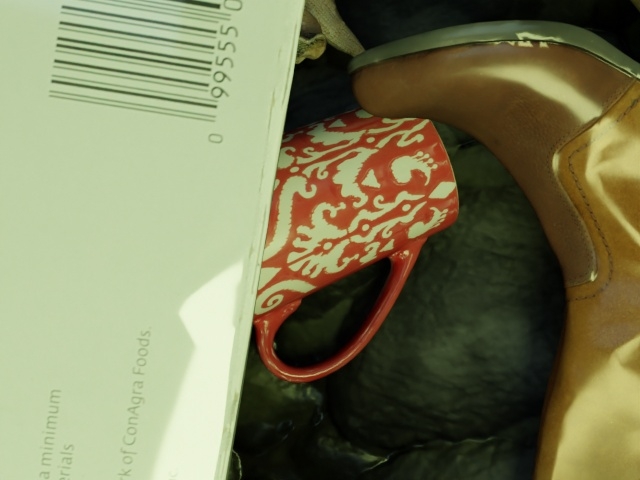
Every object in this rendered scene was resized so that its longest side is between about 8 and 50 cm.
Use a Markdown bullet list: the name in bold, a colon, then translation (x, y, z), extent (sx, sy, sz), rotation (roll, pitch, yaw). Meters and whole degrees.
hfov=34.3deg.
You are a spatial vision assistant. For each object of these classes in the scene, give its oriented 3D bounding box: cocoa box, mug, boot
- **cocoa box**: translation (-0.146, 0.014, 0.462), extent (0.231, 0.228, 0.347), rotation (8, 92, -6)
- **mug**: translation (-0.004, -0.006, 0.661), extent (0.169, 0.150, 0.113), rotation (-23, 30, -11)
- **boot**: translation (0.136, 0.025, 0.592), extent (0.264, 0.096, 0.280), rotation (5, 91, -9)

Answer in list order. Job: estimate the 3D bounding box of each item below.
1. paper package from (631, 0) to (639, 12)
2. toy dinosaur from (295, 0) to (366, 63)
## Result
- **paper package**: translation (0.310, -0.280, 0.632), extent (0.325, 0.168, 0.309), rotation (-46, 104, -16)
- **toy dinosaur**: translation (-0.097, -0.189, 0.688), extent (0.296, 0.127, 0.200), rotation (0, 65, -17)
